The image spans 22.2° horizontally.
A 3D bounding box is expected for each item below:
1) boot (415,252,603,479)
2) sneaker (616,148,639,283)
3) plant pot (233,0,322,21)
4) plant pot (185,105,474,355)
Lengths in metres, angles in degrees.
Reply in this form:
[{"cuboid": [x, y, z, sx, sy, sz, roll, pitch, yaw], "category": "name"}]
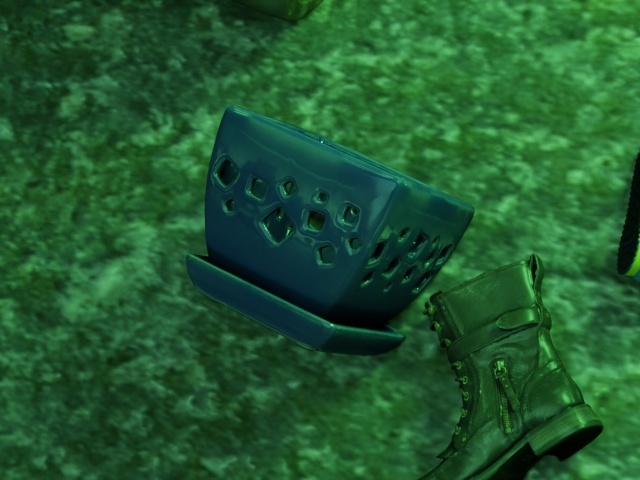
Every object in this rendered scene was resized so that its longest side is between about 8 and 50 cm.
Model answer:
[{"cuboid": [0.169, 0.161, 1.799, 0.263, 0.091, 0.229, -30, 64, 11], "category": "boot"}, {"cuboid": [0.380, -0.047, 1.758, 0.082, 0.069, 0.209, 16, 75, -7], "category": "sneaker"}, {"cuboid": [-0.090, -0.416, 1.923, 0.280, 0.323, 0.323, 37, 95, 9], "category": "plant pot"}, {"cuboid": [0.000, 0.000, 1.820, 0.236, 0.236, 0.212, 25, 96, 25], "category": "plant pot"}]
